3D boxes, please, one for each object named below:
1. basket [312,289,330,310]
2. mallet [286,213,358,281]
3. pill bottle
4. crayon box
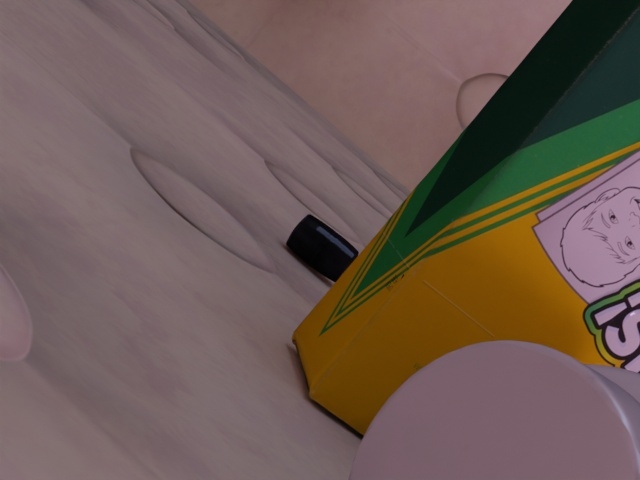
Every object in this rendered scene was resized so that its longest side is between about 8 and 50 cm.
[{"bbox_3d":[0.099,0.048,0.936,0.103,0.167,0.113,41,6,-44],"label":"basket"},{"bbox_3d":[0.000,0.000,1.199,0.062,0.039,0.190,37,4,-4],"label":"mallet"},{"bbox_3d":[0.144,0.152,0.587,0.283,0.160,0.160,31,12,-46],"label":"pill bottle"},{"bbox_3d":[0.218,0.066,0.830,0.363,0.313,0.106,37,7,-18],"label":"crayon box"}]
